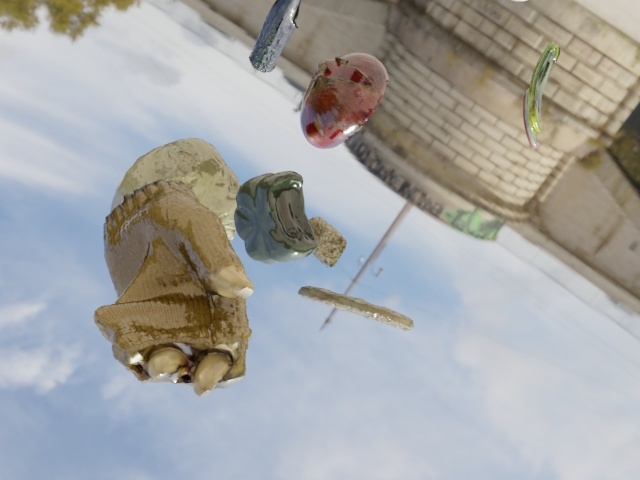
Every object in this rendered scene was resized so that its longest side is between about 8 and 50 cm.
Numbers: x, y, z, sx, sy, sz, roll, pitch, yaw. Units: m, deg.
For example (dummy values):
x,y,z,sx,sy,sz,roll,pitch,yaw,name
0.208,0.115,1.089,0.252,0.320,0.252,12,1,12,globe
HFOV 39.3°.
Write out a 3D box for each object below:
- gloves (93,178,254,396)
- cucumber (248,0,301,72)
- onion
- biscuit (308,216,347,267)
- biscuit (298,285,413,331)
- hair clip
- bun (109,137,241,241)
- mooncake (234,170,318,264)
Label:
x,y,z,sx,sy,sz,roll,pitch,yaw,name
-0.174,0.060,1.111,0.155,0.203,0.356,46,-168,-36,gloves
-0.043,-0.255,1.043,0.039,0.163,0.043,41,-122,1,cucumber
0.044,-0.325,2.049,0.161,0.248,0.248,34,-162,-3,onion
0.000,0.000,1.944,0.070,0.082,0.168,37,-178,-21,biscuit
0.103,0.148,1.902,0.289,0.038,0.141,21,174,-34,biscuit
0.356,-0.245,1.465,0.033,0.188,0.060,6,156,30,hair clip
-0.328,-0.067,2.097,0.234,0.326,0.362,49,-177,22,bun
-0.078,-0.040,1.638,0.175,0.168,0.104,49,-148,17,mooncake
